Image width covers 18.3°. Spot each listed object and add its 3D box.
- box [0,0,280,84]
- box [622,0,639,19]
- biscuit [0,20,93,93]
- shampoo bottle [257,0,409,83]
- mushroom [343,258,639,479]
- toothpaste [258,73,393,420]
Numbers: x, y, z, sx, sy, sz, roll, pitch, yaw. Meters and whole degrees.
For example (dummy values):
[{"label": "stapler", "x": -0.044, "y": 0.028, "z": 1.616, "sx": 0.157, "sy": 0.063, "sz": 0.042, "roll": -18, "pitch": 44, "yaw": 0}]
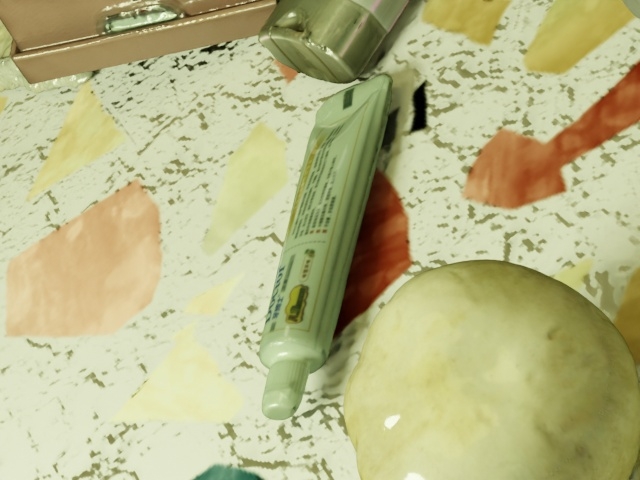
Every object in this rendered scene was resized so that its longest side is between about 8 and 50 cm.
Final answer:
[{"label": "box", "x": -0.124, "y": -0.235, "z": 1.450, "sx": 0.215, "sy": 0.086, "sz": 0.215, "roll": -10, "pitch": 48, "yaw": 18}, {"label": "box", "x": 0.247, "y": -0.231, "z": 1.107, "sx": 0.243, "sy": 0.103, "sz": 0.055, "roll": -50, "pitch": 42, "yaw": -3}, {"label": "biscuit", "x": -0.197, "y": -0.190, "z": 1.567, "sx": 0.265, "sy": 0.040, "sz": 0.188, "roll": -30, "pitch": 39, "yaw": 21}, {"label": "shampoo bottle", "x": 0.048, "y": -0.210, "z": 1.326, "sx": 0.086, "sy": 0.056, "sz": 0.227, "roll": 19, "pitch": 71, "yaw": 47}, {"label": "mushroom", "x": 0.083, "y": 0.087, "z": 0.980, "sx": 0.154, "sy": 0.122, "sz": 0.154, "roll": -1, "pitch": 68, "yaw": 2}, {"label": "toothpaste", "x": 0.000, "y": 0.000, "z": 1.200, "sx": 0.067, "sy": 0.037, "sz": 0.255, "roll": -24, "pitch": 39, "yaw": 37}]
